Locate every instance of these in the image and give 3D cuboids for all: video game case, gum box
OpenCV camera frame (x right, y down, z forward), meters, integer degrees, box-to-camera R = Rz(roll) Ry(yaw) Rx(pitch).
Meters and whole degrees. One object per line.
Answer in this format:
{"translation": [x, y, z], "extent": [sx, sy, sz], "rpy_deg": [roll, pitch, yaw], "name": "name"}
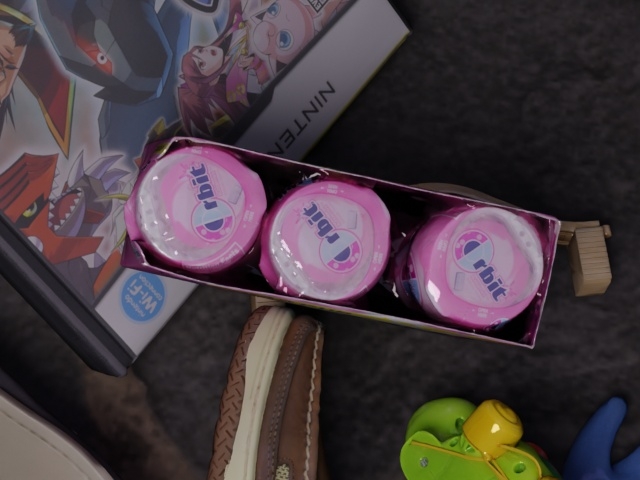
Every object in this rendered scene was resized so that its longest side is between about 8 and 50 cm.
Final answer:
{"translation": [-0.106, -0.116, 0.882], "extent": [0.248, 0.035, 0.275], "rpy_deg": [-51, 120, -20], "name": "video game case"}
{"translation": [0.000, 0.000, 0.846], "extent": [0.188, 0.107, 0.062], "rpy_deg": [12, 87, -11], "name": "gum box"}

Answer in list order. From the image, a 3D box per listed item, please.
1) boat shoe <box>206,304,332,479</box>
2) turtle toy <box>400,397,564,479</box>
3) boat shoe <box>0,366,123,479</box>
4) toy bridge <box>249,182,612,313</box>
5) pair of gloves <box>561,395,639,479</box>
{"translation": [-0.009, 0.160, 0.835], "extent": [0.095, 0.095, 0.257], "rpy_deg": [7, 78, 2], "name": "boat shoe"}
{"translation": [0.075, 0.122, 0.857], "extent": [0.095, 0.066, 0.130], "rpy_deg": [-50, 49, 18], "name": "turtle toy"}
{"translation": [-0.128, 0.102, 0.856], "extent": [0.206, 0.065, 0.075], "rpy_deg": [40, 114, 18], "name": "boat shoe"}
{"translation": [0.056, 0.003, 0.939], "extent": [0.188, 0.026, 0.063], "rpy_deg": [-5, 67, -6], "name": "toy bridge"}
{"translation": [0.177, 0.167, 0.877], "extent": [0.159, 0.023, 0.198], "rpy_deg": [-33, 67, -12], "name": "pair of gloves"}
